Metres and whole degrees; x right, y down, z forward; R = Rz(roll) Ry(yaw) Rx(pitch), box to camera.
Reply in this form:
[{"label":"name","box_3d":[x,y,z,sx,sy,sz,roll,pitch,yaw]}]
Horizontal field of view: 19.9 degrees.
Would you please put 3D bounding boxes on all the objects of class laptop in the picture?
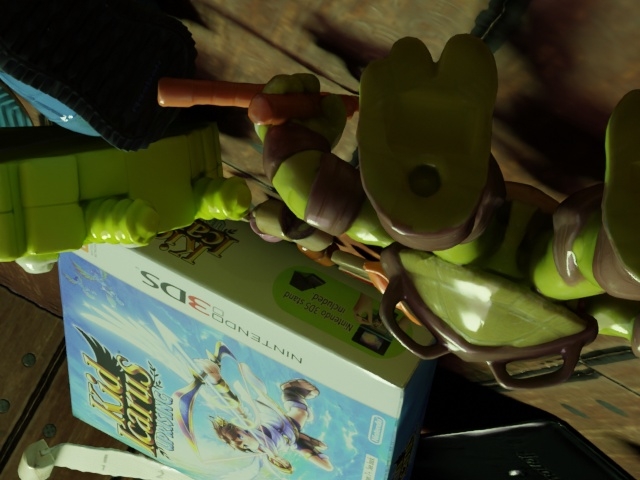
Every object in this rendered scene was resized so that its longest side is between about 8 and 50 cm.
[{"label":"laptop","box_3d":[0.086,0.141,1.502,0.382,0.236,0.408,40,-166,-48]}]

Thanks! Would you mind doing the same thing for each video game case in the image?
[{"label":"video game case","box_3d":[-0.053,0.086,1.192,0.244,0.061,0.269,27,148,13]}]

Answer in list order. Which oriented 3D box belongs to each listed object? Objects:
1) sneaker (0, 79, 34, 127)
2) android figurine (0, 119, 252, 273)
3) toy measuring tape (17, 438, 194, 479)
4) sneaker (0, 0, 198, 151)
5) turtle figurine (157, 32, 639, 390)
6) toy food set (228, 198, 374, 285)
[{"label":"sneaker","box_3d":[-0.266,-0.100,1.071,0.229,0.087,0.092,30,-169,-19]},{"label":"android figurine","box_3d":[-0.159,-0.021,0.878,0.273,0.056,0.248,2,-168,36]},{"label":"toy measuring tape","box_3d":[-0.059,0.224,1.321,0.330,0.121,0.121,10,174,-10]},{"label":"sneaker","box_3d":[-0.113,-0.095,0.652,0.082,0.069,0.209,29,172,20]},{"label":"turtle figurine","box_3d":[0.050,-0.002,0.610,0.269,0.087,0.217,28,171,6]},{"label":"toy food set","box_3d":[0.000,0.000,0.994,0.122,0.019,0.078,24,174,-25]}]
